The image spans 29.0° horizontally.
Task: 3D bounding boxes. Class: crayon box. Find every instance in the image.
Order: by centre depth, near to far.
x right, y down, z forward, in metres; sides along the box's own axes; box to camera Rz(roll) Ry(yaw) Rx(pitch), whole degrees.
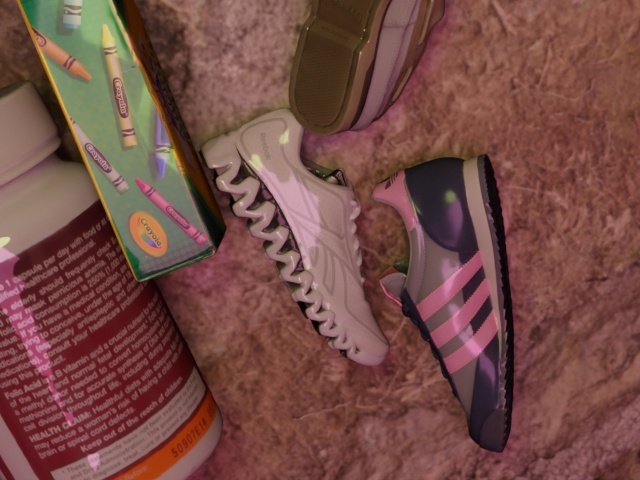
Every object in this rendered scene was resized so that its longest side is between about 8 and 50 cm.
[{"bbox_3d":[-0.178,-0.112,1.144,0.081,0.165,0.278,-22,97,2],"label":"crayon box"}]

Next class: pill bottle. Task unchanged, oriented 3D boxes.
[{"bbox_3d":[-0.270,0.063,1.181,0.224,0.224,0.392,-23,107,3],"label":"pill bottle"}]

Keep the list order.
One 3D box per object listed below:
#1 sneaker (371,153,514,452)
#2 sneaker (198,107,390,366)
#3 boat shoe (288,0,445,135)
[{"bbox_3d":[0.131,0.070,1.280,0.131,0.112,0.319,-5,103,13],"label":"sneaker"},{"bbox_3d":[0.000,0.000,1.246,0.118,0.110,0.292,-34,106,-3],"label":"sneaker"},{"bbox_3d":[0.060,-0.243,1.157,0.113,0.103,0.302,39,122,27],"label":"boat shoe"}]
